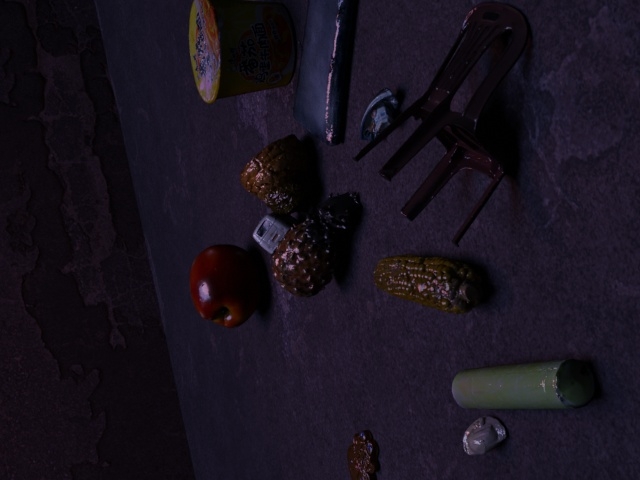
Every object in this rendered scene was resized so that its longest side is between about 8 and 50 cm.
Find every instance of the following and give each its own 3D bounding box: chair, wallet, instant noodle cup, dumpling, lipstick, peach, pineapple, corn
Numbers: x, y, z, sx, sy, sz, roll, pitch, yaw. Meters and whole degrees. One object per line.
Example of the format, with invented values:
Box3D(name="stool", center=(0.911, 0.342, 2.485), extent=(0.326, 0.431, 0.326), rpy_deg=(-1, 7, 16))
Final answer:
Box3D(name="chair", center=(0.225, -0.187, 1.394), extent=(0.326, 0.183, 0.175), rpy_deg=(-50, 31, -1))
Box3D(name="wallet", center=(0.008, -0.404, 1.899), extent=(0.191, 0.046, 0.379), rpy_deg=(48, 140, 50))
Box3D(name="instant noodle cup", center=(-0.189, -0.464, 2.138), extent=(0.264, 0.200, 0.264), rpy_deg=(172, 90, -67))
Box3D(name="dumpling", center=(0.278, 0.335, 1.523), extent=(0.057, 0.052, 0.076), rpy_deg=(59, 153, 18))
Box3D(name="lipstick", center=(0.311, 0.228, 1.389), extent=(0.304, 0.076, 0.076), rpy_deg=(155, 105, -67))
Box3D(name="peach", center=(-0.265, 0.125, 2.532), extent=(0.243, 0.199, 0.243), rpy_deg=(-11, -90, -73))
Box3D(name="pineapple", center=(0.000, 0.000, 1.956), extent=(0.279, 0.157, 0.158), rpy_deg=(-56, 47, 43))
Box3D(name="corn", center=(0.188, 0.073, 1.597), extent=(0.320, 0.097, 0.097), rpy_deg=(-173, 76, -67))

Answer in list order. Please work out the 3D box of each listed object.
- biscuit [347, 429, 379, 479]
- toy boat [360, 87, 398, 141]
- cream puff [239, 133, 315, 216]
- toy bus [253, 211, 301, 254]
Box3D(name="biscuit", center=(0.095, 0.512, 2.043), extent=(0.124, 0.026, 0.175), rpy_deg=(-125, 34, -45))
Box3D(name="toy boat", center=(0.114, -0.232, 1.695), extent=(0.140, 0.059, 0.066), rpy_deg=(115, 152, -50))
Box3D(name="cream puff", center=(-0.081, -0.137, 2.093), extent=(0.169, 0.183, 0.183), rpy_deg=(52, 152, 5))
Box3D(name="toy bus", center=(-0.103, -0.025, 2.136), extent=(0.087, 0.089, 0.194), rpy_deg=(-54, -1, 10))
